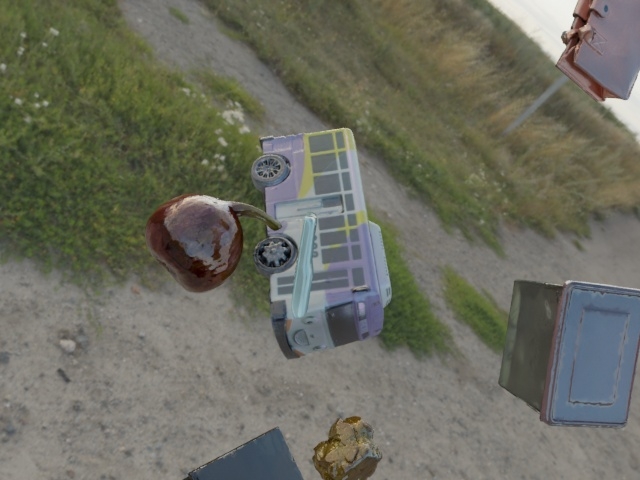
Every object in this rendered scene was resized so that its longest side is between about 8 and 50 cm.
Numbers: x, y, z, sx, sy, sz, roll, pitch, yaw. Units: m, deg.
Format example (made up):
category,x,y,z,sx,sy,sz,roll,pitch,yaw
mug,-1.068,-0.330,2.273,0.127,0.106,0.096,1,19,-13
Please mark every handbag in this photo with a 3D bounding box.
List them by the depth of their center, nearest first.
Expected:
category,x,y,z,sx,sy,sz,roll,pitch,yaw
handbag,0.476,-0.349,0.950,0.157,0.212,0.059,24,-4,-30

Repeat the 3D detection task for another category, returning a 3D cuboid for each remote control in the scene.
category,x,y,z,sx,sy,sz,roll,pitch,yaw
remote control,-0.023,0.038,0.914,0.029,0.162,0.061,9,13,0

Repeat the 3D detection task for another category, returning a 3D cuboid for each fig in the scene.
category,x,y,z,sx,sy,sz,roll,pitch,yaw
fig,-0.199,-0.019,1.037,0.175,0.207,0.175,43,-13,12

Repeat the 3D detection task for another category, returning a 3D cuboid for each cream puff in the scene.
category,x,y,z,sx,sy,sz,roll,pitch,yaw
cream puff,0.042,0.347,0.953,0.116,0.122,0.094,0,31,-42

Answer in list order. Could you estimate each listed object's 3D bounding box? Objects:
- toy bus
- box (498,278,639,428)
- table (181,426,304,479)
category,x,y,z,sx,sy,sz,roll,pitch,yaw
toy bus,0.000,0.000,1.198,0.209,0.250,0.439,79,4,-56
box,0.153,0.065,0.364,0.060,0.084,0.063,7,3,-14
table,-0.133,0.388,0.782,0.172,0.193,0.169,-8,65,-54
